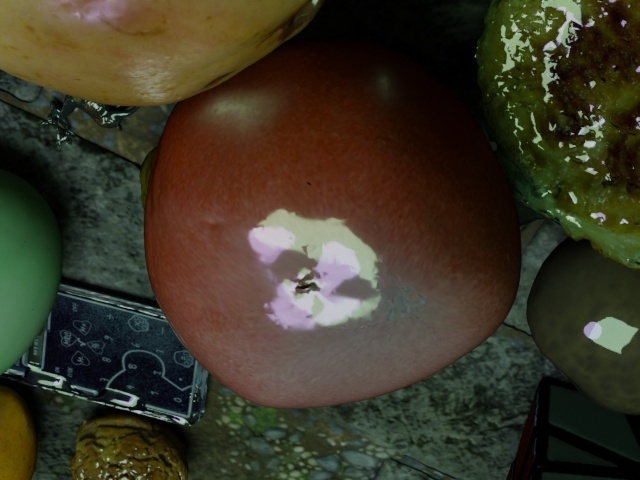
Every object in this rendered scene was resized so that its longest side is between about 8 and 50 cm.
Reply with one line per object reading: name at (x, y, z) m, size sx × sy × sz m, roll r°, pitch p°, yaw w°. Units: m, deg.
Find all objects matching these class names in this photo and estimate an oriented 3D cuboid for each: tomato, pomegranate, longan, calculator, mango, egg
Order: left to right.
egg at (-0.389, 0.041, 1.874) m, size 0.220 × 0.220 × 0.269 m, roll 34°, pitch 107°, yaw -13°
mango at (-0.424, 0.259, 2.122) m, size 0.257 × 0.138 × 0.187 m, roll -31°, pitch 97°, yaw 29°
calculator at (-0.256, 0.118, 2.027) m, size 0.274 × 0.028 × 0.165 m, roll 14°, pitch 130°, yaw 5°
pomegranate at (-0.159, -0.306, 1.429) m, size 0.412 × 0.411 × 0.411 m, roll 8°, pitch 130°, yaw 9°
tomato at (0.000, 0.000, 1.551) m, size 0.342 × 0.272 × 0.341 m, roll -2°, pitch 119°, yaw -3°
longan at (0.301, 0.070, 1.735) m, size 0.198 × 0.198 × 0.212 m, roll -32°, pitch 120°, yaw 34°

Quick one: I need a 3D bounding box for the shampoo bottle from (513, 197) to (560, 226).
shampoo bottle at (0.272, -0.074, 1.679) m, size 0.284 × 0.101 × 0.101 m, roll -24°, pitch 118°, yaw 30°

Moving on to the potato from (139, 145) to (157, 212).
potato at (-0.017, 0.019, 1.799) m, size 0.369 × 0.176 × 0.195 m, roll 30°, pitch 85°, yaw -13°

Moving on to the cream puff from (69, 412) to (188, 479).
cream puff at (-0.223, 0.266, 2.087) m, size 0.144 × 0.103 × 0.126 m, roll 6°, pitch 137°, yaw 7°

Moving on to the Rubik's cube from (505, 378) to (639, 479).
Rubik's cube at (0.316, 0.358, 1.870) m, size 0.289 × 0.293 × 0.283 m, roll 17°, pitch 122°, yaw 3°

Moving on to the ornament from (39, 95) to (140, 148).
ornament at (-0.234, -0.129, 1.823) m, size 0.073 × 0.028 × 0.125 m, roll 36°, pitch 126°, yaw -14°

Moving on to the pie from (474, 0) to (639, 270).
pie at (0.279, -0.142, 1.545) m, size 0.288 × 0.103 × 0.354 m, roll 12°, pitch 107°, yaw 34°
